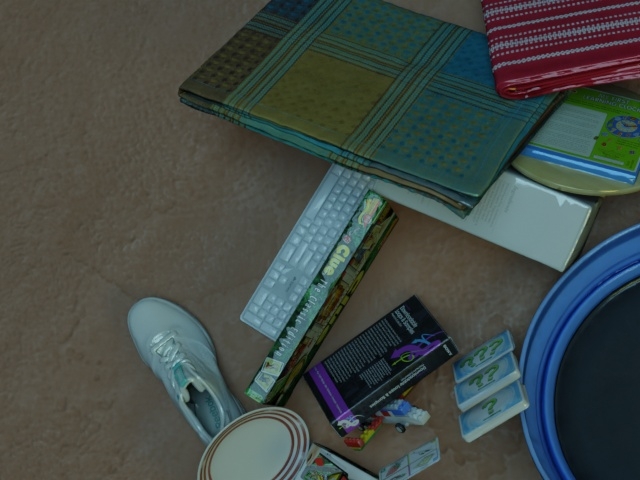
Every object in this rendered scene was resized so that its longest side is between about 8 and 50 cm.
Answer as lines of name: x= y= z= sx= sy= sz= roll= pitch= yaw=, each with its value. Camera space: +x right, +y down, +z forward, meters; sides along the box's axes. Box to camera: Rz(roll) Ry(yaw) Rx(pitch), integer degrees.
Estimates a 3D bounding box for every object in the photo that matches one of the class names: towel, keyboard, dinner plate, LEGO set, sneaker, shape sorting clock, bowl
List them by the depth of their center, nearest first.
bowl: x=0.406 y=0.159 z=1.590 sx=0.391 sy=0.077 sz=0.391 roll=-7 pitch=64 yaw=14
LEGO set: x=0.101 y=0.183 z=1.631 sx=0.244 sy=0.182 sz=0.060 roll=-33 pitch=108 yaw=13
shape sorting clock: x=0.292 y=-0.114 z=1.666 sx=0.206 sy=0.040 sz=0.206 roll=0 pitch=44 yaw=0
towel: x=0.066 y=-0.170 z=1.667 sx=0.370 sy=0.040 sz=0.271 roll=22 pitch=48 yaw=23
towel: x=0.279 y=-0.266 z=1.679 sx=0.199 sy=0.031 sz=0.275 roll=-9 pitch=47 yaw=8
dinner plate: x=-0.077 y=0.243 z=1.693 sx=0.141 sy=0.141 sz=0.017 roll=-47 pitch=41 yaw=1
sneaker: x=-0.154 y=0.150 z=1.726 sx=0.080 sy=0.094 sz=0.212 roll=-37 pitch=78 yaw=4
keyboard: x=0.000 y=0.000 z=1.763 sx=0.072 sy=0.014 sz=0.256 roll=31 pitch=88 yaw=12

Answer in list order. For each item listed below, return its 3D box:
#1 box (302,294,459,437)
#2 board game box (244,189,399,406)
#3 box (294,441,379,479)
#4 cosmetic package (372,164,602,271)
box: x=0.066 y=0.138 z=1.684 sx=0.162 sy=0.116 sz=0.029 roll=-37 pitch=118 yaw=1
board game box: x=0.005 y=0.069 z=1.691 sx=0.030 sy=0.136 sz=0.260 roll=31 pitch=89 yaw=9
box: x=0.050 y=0.316 z=1.658 sx=0.207 sy=0.036 sz=0.114 roll=25 pitch=87 yaw=36
cosmetic package: x=0.187 y=-0.050 z=1.678 sx=0.231 sy=0.117 sz=0.085 roll=25 pitch=103 yaw=14
